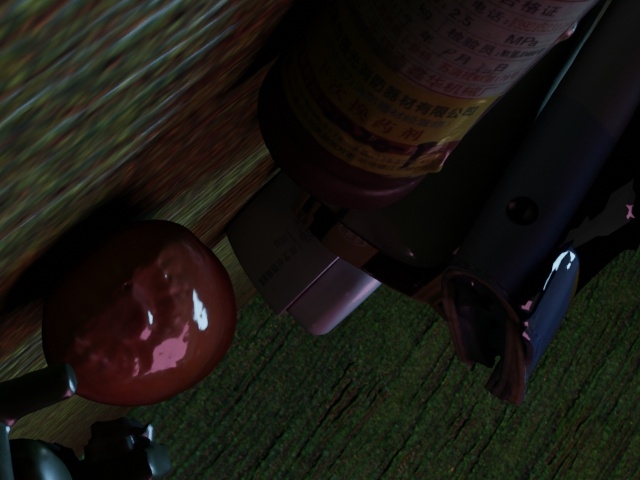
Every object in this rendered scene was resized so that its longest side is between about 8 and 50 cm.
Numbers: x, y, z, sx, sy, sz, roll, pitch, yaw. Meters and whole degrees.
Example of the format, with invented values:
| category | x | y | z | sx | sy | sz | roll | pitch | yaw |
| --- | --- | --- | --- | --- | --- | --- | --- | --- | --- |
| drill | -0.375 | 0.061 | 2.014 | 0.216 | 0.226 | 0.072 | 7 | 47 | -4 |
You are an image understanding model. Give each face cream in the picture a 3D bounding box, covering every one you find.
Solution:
| category | x | y | z | sx | sy | sz | roll | pitch | yaw |
| --- | --- | --- | --- | --- | --- | --- | --- | --- | --- |
| face cream | 0.000 | 0.000 | 1.071 | 0.117 | 0.104 | 0.117 | -43 | 178 | -2 |

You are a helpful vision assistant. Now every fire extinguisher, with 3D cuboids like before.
| category | x | y | z | sx | sy | sz | roll | pitch | yaw |
| --- | --- | --- | --- | --- | --- | --- | --- | --- | --- |
| fire extinguisher | 0.061 | -0.111 | 0.503 | 0.252 | 0.075 | 0.106 | -48 | -156 | 53 |

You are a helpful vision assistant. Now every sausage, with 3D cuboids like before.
| category | x | y | z | sx | sy | sz | roll | pitch | yaw |
| --- | --- | --- | --- | --- | --- | --- | --- | --- | --- |
| sausage | -0.072 | 0.031 | 0.630 | 0.077 | 0.077 | 0.194 | -44 | 177 | -4 |

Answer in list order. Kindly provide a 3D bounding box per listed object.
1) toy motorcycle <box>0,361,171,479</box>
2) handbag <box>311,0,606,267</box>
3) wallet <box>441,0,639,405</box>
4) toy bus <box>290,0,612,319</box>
| category | x | y | z | sx | sy | sz | roll | pitch | yaw |
| --- | --- | --- | --- | --- | --- | --- | --- | --- | --- |
| toy motorcycle | -0.147 | 0.132 | 0.523 | 0.205 | 0.127 | 0.275 | -18 | 174 | 6 |
| handbag | 0.122 | -0.134 | 0.726 | 0.315 | 0.109 | 0.241 | -48 | 178 | 17 |
| wallet | 0.132 | -0.042 | 0.700 | 0.231 | 0.069 | 0.170 | -58 | 167 | -15 |
| toy bus | 0.124 | -0.085 | 0.990 | 0.289 | 0.157 | 0.139 | -44 | 178 | -23 |
